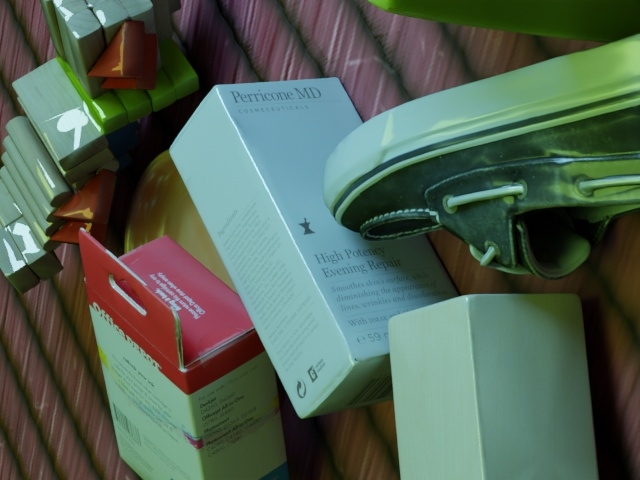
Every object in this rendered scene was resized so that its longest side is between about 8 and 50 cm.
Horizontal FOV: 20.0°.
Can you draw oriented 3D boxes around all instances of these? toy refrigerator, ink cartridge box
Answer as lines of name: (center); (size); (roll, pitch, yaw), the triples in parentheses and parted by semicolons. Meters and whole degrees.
toy refrigerator: (0.115, 0.172, 1.118); (0.102, 0.094, 0.269); (-23, 70, 61)
ink cartridge box: (-0.097, 0.093, 1.314); (0.134, 0.078, 0.231); (37, 145, 40)

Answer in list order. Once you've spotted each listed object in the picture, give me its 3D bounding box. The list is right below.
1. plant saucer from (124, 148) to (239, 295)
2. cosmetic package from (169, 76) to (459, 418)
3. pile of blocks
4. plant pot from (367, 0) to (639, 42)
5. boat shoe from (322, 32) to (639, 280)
plant saucer: (-0.088, 0.023, 1.432); (0.200, 0.037, 0.200); (11, 104, 52)
cosmetic package: (0.000, 0.000, 1.251); (0.085, 0.117, 0.231); (-50, 59, 43)
pile of blocks: (-0.172, -0.076, 1.442); (0.112, 0.149, 0.362); (57, 141, 24)
plant pot: (0.086, -0.253, 1.017); (0.227, 0.228, 0.207); (42, 121, 41)
boat shoe: (0.121, -0.034, 1.082); (0.335, 0.121, 0.119); (-19, 77, 50)
